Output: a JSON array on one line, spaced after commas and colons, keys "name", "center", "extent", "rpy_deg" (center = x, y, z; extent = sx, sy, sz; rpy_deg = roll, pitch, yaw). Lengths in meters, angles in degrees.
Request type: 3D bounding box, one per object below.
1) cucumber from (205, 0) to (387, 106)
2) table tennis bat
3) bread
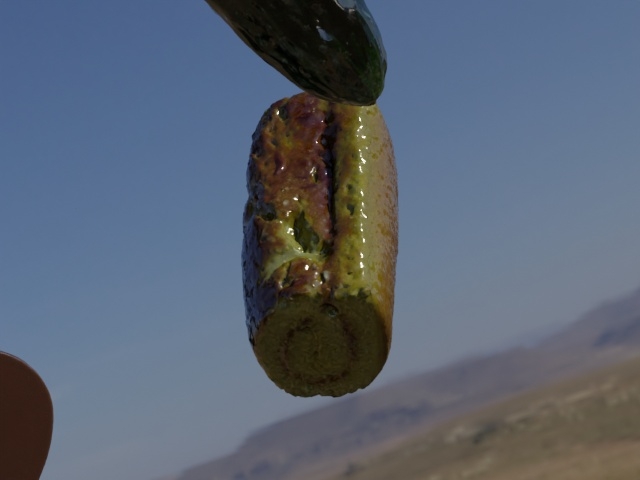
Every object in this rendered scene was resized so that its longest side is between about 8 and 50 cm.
[{"name": "cucumber", "center": [-0.049, -0.131, 0.612], "extent": [0.052, 0.215, 0.058], "rpy_deg": [-37, 4, 22]}, {"name": "table tennis bat", "center": [-0.325, 0.224, 1.493], "extent": [0.154, 0.274, 0.021], "rpy_deg": [17, 4, -30]}, {"name": "bread", "center": [0.000, 0.000, 1.113], "extent": [0.103, 0.172, 0.132], "rpy_deg": [-2, -34, 3]}]
